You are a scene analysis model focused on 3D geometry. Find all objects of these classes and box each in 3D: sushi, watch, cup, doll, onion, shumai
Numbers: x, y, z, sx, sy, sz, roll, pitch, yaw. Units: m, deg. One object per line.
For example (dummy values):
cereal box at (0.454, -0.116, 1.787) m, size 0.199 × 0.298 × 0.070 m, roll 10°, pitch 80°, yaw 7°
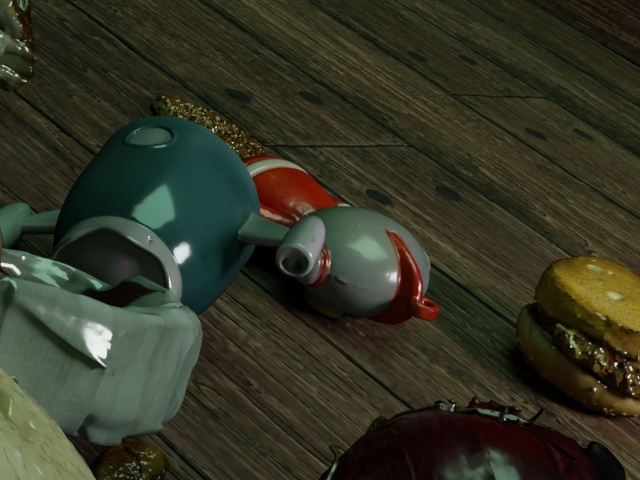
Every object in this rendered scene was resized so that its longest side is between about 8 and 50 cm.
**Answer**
sushi at (-0.137, 0.169, 1.147) m, size 0.050 × 0.047 × 0.099 m, roll 35°, pitch 33°, yaw 17°
watch at (-0.200, 0.066, 1.162) m, size 0.241 × 0.162 × 0.253 m, roll 20°, pitch 2°, yaw -25°
cup at (-0.147, 0.005, 1.381) m, size 0.299 × 0.168 × 0.173 m, roll 2°, pitch 26°, yaw 14°
doll at (0.000, 0.000, 1.647) m, size 0.199 × 0.105 × 0.336 m, roll 4°, pitch 21°, yaw -46°
onion at (0.102, 0.212, 1.087) m, size 0.281 × 0.221 × 0.281 m, roll 48°, pitch 19°, yaw -23°
shumai at (-0.374, -0.211, 1.687) m, size 0.184 × 0.184 × 0.142 m, roll 41°, pitch 2°, yaw 36°

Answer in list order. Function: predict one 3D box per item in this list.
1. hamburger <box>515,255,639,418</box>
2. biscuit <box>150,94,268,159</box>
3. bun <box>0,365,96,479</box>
hamburger at (0.292, 0.106, 1.685) m, size 0.181 × 0.118 × 0.191 m, roll 10°, pitch 22°, yaw -28°
biscuit at (-0.113, -0.109, 1.873) m, size 0.126 × 0.025 × 0.206 m, roll 12°, pitch 25°, yaw -32°
bun at (-0.262, 0.118, 0.837) m, size 0.360 × 0.211 × 0.360 m, roll 46°, pitch -7°, yaw 7°
